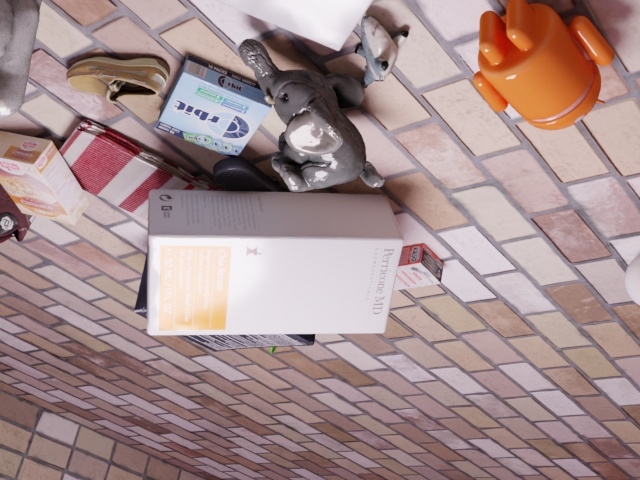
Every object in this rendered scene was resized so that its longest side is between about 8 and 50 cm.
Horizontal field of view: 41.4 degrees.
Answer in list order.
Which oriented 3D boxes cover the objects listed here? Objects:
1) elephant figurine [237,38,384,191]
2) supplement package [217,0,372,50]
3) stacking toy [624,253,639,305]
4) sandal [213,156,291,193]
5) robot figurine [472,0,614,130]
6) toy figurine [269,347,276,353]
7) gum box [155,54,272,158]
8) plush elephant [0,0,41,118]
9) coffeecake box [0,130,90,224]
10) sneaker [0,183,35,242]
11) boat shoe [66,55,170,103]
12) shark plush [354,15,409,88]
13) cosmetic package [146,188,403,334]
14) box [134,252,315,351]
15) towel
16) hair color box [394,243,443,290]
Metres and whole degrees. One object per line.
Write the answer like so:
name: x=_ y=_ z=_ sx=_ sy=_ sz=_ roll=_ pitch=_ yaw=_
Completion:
elephant figurine: x=-0.011 y=-0.195 z=1.322 sx=0.185 sy=0.169 sz=0.239 roll=-17 pitch=145 yaw=-11
supplement package: x=-0.007 y=-0.387 z=0.995 sx=0.204 sy=0.145 sz=0.262 roll=19 pitch=150 yaw=-15
stacking toy: x=0.672 y=0.055 z=1.447 sx=0.350 sy=0.351 sz=0.480 roll=17 pitch=166 yaw=-11
sandal: x=-0.112 y=-0.099 z=1.629 sx=0.097 sy=0.055 sz=0.254 roll=-17 pitch=149 yaw=19
robot figurine: x=0.305 y=-0.238 z=1.169 sx=0.158 sy=0.128 sz=0.219 roll=-49 pitch=127 yaw=8
toy figurine: x=-0.166 y=0.198 z=2.160 sx=0.159 sy=0.130 sz=0.173 roll=23 pitch=177 yaw=7
gum box: x=-0.184 y=-0.224 z=1.453 sx=0.156 sy=0.041 sz=0.184 roll=20 pitch=151 yaw=-17
plush elephant: x=-0.499 y=-0.359 z=1.111 sx=0.255 sy=0.272 sz=0.330 roll=10 pitch=125 yaw=-26
coffeecake box: x=-0.569 y=-0.125 z=1.693 sx=0.142 sy=0.068 sz=0.186 roll=12 pitch=147 yaw=22
sneaker: x=-0.729 y=-0.083 z=1.768 sx=0.281 sy=0.163 sz=0.106 roll=26 pitch=148 yaw=-25
boat shoe: x=-0.346 y=-0.263 z=1.409 sx=0.189 sy=0.072 sz=0.068 roll=-1 pitch=149 yaw=22
shark plush: x=0.083 y=-0.282 z=1.279 sx=0.067 sy=0.073 sz=0.161 roll=31 pitch=172 yaw=4
cosmetic package: x=-0.094 y=0.043 z=1.585 sx=0.452 sy=0.162 sz=0.230 roll=0 pitch=124 yaw=-11
box: x=-0.202 y=0.119 z=1.904 sx=0.293 sy=0.183 sz=0.296 roll=-9 pitch=152 yaw=30
towel: x=-0.370 y=-0.118 z=1.716 sx=0.329 sy=0.037 sz=0.237 roll=27 pitch=149 yaw=-23
hair color box: x=0.169 y=0.062 z=1.825 sx=0.167 sy=0.053 sz=0.093 roll=-10 pitch=144 yaw=35
